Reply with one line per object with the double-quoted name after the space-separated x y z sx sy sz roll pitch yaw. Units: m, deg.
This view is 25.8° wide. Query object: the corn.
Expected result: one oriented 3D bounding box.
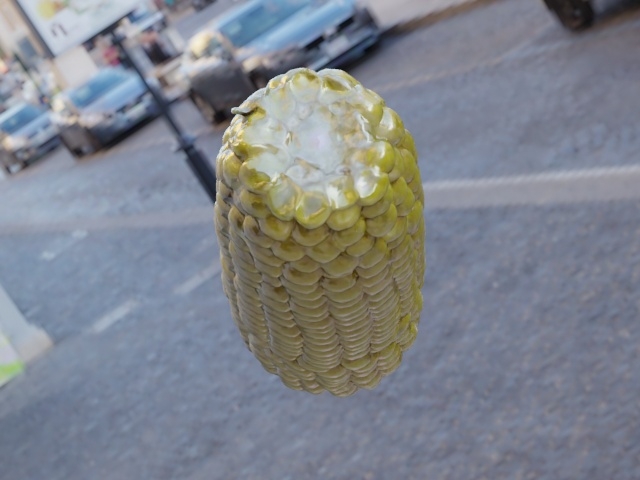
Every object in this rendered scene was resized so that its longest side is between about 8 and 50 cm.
0.001 0.005 0.586 0.091 0.091 0.260 -17 -18 -3 "corn"
